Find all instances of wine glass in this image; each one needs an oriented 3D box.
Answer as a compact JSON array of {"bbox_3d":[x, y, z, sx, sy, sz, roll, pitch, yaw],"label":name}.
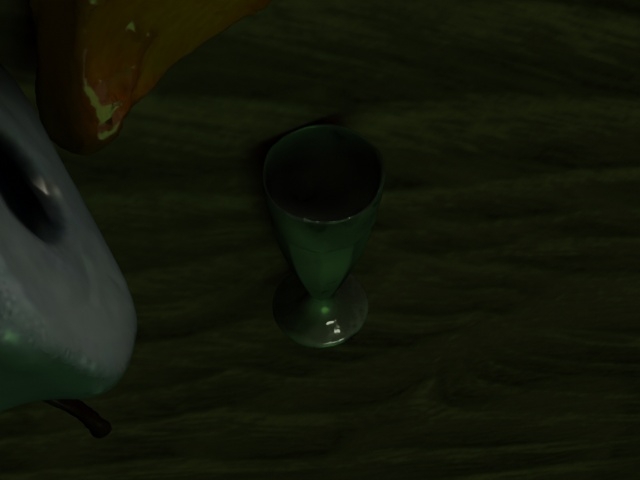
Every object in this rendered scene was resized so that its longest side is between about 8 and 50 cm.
[{"bbox_3d":[0.000,0.000,0.963,0.073,0.073,0.155,-22,152,-14],"label":"wine glass"}]

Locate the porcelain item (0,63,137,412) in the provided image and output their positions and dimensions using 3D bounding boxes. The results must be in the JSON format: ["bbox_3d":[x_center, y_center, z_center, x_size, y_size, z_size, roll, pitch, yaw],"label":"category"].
[{"bbox_3d":[-0.290,0.078,0.674,0.405,0.242,0.178,-32,173,12],"label":"porcelain item"}]

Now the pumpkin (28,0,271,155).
[{"bbox_3d":[-0.010,-0.168,0.679,0.290,0.095,0.258,-23,160,-9],"label":"pumpkin"}]

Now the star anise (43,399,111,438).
[{"bbox_3d":[-0.205,0.063,0.862,0.177,0.073,0.234,-24,133,-25],"label":"star anise"}]
